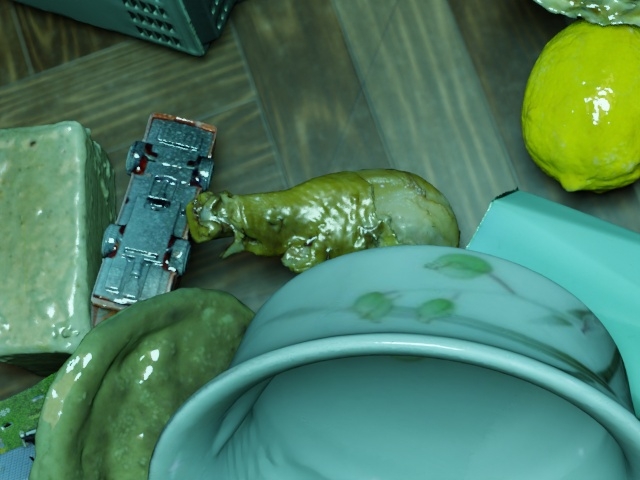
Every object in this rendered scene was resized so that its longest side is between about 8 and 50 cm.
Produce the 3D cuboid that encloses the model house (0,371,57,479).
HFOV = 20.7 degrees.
[{"bbox_3d":[-0.188,0.185,1.262,0.117,0.088,0.167,-20,92,5],"label":"model house"}]

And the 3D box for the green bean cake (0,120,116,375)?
[{"bbox_3d":[-0.203,0.008,1.326,0.085,0.109,0.179,-4,75,6],"label":"green bean cake"}]

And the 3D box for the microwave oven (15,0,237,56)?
[{"bbox_3d":[-0.120,-0.357,1.320,0.218,0.286,0.355,17,77,11],"label":"microwave oven"}]

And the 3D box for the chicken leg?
[{"bbox_3d":[0.001,-0.003,1.290,0.207,0.101,0.085,1,43,-23],"label":"chicken leg"}]

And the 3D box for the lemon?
[{"bbox_3d":[0.208,-0.106,1.297,0.114,0.114,0.155,16,77,11],"label":"lemon"}]

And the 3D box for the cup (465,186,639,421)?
[{"bbox_3d":[0.216,0.054,1.244,0.236,0.134,0.148,28,108,18],"label":"cup"}]

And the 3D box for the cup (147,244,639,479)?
[{"bbox_3d":[0.070,0.128,1.170,0.347,0.347,0.163,2,45,8],"label":"cup"}]

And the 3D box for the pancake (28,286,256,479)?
[{"bbox_3d":[-0.105,0.145,1.220,0.050,0.242,0.242,8,74,40],"label":"pancake"}]

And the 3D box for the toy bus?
[{"bbox_3d":[-0.124,-0.007,1.302,0.065,0.077,0.192,13,47,-1],"label":"toy bus"}]

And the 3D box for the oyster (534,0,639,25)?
[{"bbox_3d":[0.279,-0.234,1.274,0.354,0.107,0.201,15,46,20],"label":"oyster"}]
